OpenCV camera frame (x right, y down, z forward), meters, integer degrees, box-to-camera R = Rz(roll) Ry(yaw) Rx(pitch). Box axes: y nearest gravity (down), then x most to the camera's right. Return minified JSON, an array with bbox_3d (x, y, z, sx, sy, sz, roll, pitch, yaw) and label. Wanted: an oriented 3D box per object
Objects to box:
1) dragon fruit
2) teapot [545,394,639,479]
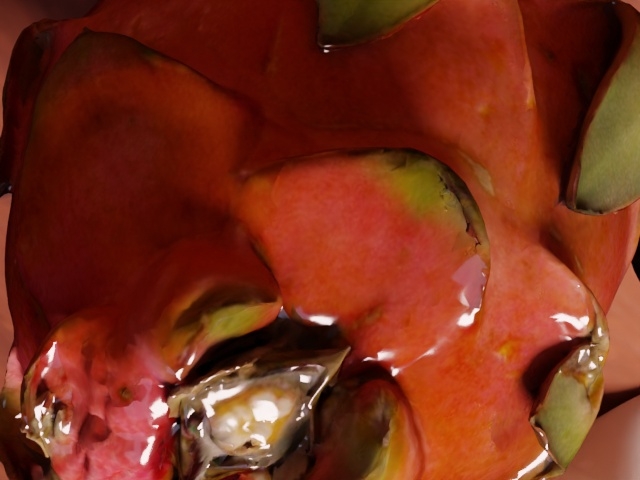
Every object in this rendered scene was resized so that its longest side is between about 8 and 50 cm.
[{"bbox_3d":[0.002,-0.002,0.577,0.224,0.227,0.224,7,148,5],"label":"dragon fruit"},{"bbox_3d":[0.072,0.174,0.840,0.208,0.166,0.300,26,150,-23],"label":"teapot"}]
